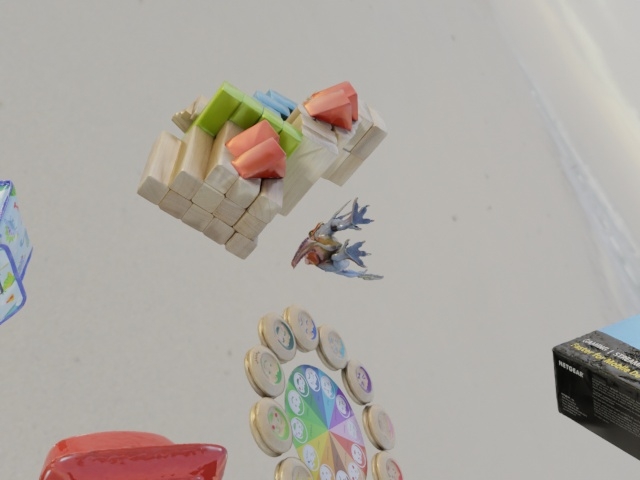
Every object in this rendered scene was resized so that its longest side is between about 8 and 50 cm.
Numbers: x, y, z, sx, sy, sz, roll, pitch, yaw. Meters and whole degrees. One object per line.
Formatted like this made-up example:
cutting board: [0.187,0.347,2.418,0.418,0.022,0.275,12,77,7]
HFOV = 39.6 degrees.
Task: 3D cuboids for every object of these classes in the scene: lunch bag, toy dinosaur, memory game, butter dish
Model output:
lunch bag: [-0.376,0.025,0.967,0.129,0.096,0.151,96,1,-52]
toy dinosaur: [0.000,0.000,0.520,0.090,0.082,0.047,1,79,-33]
memory game: [0.008,0.131,0.617,0.186,0.012,0.186,46,28,-33]
butter dish: [-0.181,0.218,0.754,0.160,0.160,0.118,4,22,-35]

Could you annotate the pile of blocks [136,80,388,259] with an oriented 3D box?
pile of blocks: [-0.036,-0.111,0.838,0.149,0.112,0.362,44,26,3]

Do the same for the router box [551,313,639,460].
router box: [0.225,0.080,0.441,0.179,0.133,0.046,28,-49,61]
